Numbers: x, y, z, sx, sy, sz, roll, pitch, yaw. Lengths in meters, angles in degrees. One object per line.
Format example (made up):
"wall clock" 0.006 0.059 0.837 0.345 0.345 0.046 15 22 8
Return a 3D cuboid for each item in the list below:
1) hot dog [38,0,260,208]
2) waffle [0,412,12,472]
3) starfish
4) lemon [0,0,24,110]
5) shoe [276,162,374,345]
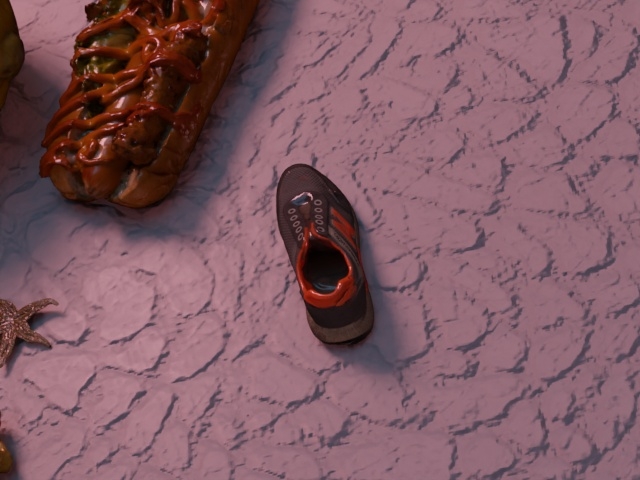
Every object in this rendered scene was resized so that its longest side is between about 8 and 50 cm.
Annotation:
"hot dog" -0.172 -0.193 1.285 0.158 0.117 0.349 12 63 20
"waffle" -0.409 0.189 1.144 0.249 0.056 0.253 -29 56 -6
"starfish" -0.292 0.076 1.209 0.092 0.016 0.086 -30 59 0
"lemon" -0.470 -0.203 1.254 0.336 0.336 0.336 -6 58 9
"shoe" 0.000 -0.002 1.153 0.074 0.077 0.194 -17 58 3
